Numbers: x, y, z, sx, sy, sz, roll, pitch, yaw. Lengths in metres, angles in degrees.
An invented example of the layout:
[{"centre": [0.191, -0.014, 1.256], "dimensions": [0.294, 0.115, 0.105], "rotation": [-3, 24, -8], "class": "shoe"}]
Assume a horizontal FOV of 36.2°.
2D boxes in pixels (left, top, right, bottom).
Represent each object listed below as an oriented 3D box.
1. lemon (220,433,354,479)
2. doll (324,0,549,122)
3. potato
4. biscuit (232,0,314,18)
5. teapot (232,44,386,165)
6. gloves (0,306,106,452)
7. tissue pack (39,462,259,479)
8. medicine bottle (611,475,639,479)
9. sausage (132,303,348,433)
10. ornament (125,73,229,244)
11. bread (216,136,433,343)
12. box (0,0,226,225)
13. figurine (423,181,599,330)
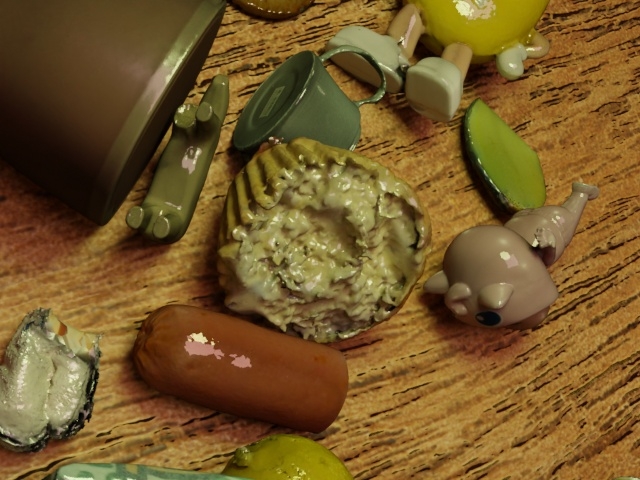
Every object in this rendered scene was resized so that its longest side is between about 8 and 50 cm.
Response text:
[{"centre": [-0.032, 0.312, 1.101], "dimensions": [0.206, 0.173, 0.174], "rotation": [36, 58, -13], "class": "lemon"}, {"centre": [0.191, -0.357, 1.498], "dimensions": [0.348, 0.161, 0.423], "rotation": [13, 60, -10], "class": "doll"}, {"centre": [0.273, -0.122, 1.512], "dimensions": [0.119, 0.054, 0.198], "rotation": [-31, 84, -34], "class": "potato"}, {"centre": [-0.083, -0.406, 1.428], "dimensions": [0.187, 0.027, 0.188], "rotation": [11, 66, -25], "class": "biscuit"}, {"centre": [-0.005, -0.152, 1.303], "dimensions": [0.149, 0.162, 0.239], "rotation": [38, 87, -24], "class": "teapot"}, {"centre": [-0.300, 0.157, 1.066], "dimensions": [0.114, 0.070, 0.153], "rotation": [30, 60, -24], "class": "gloves"}, {"centre": [-0.190, 0.303, 0.927], "dimensions": [0.227, 0.311, 0.128], "rotation": [12, 62, -27], "class": "tissue pack"}, {"centre": [0.425, 0.446, 1.374], "dimensions": [0.074, 0.074, 0.218], "rotation": [29, 58, -17], "class": "medicine bottle"}, {"centre": [-0.095, 0.151, 1.163], "dimensions": [0.259, 0.113, 0.114], "rotation": [19, 63, -24], "class": "sausage"}, {"centre": [-0.161, -0.106, 1.194], "dimensions": [0.061, 0.245, 0.230], "rotation": [20, 87, -3], "class": "ornament"}, {"centre": [0.000, 0.000, 1.220], "dimensions": [0.274, 0.274, 0.149], "rotation": [16, 26, -24], "class": "bread"}, {"centre": [-0.264, -0.189, 1.095], "dimensions": [0.216, 0.301, 0.301], "rotation": [30, 59, -5], "class": "box"}, {"centre": [0.291, 0.037, 1.392], "dimensions": [0.287, 0.176, 0.186], "rotation": [-39, 116, -39], "class": "figurine"}]
